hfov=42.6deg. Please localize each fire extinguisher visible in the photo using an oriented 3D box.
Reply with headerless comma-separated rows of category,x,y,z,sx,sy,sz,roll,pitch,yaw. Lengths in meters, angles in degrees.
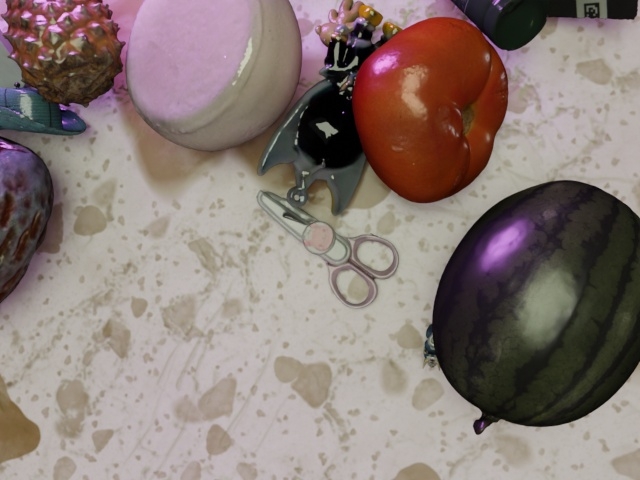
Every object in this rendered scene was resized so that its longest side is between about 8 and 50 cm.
fire extinguisher,0.207,-0.410,1.195,0.095,0.114,0.311,-8,48,-32

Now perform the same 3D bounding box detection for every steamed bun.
steamed bun,-0.143,-0.264,1.208,0.283,0.177,0.283,-6,79,34

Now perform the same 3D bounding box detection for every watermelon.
watermelon,0.293,0.094,1.097,0.279,0.279,0.359,27,91,8

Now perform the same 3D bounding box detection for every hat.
hat,-0.459,-0.206,1.272,0.191,0.138,0.078,4,103,11

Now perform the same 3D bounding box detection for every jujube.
jujube,-0.536,-0.022,1.233,0.308,0.215,0.246,-48,53,2

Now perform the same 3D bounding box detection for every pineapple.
pineapple,-0.415,-0.375,1.246,0.175,0.175,0.361,-25,71,5

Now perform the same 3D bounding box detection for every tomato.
tomato,0.151,-0.185,1.157,0.180,0.260,0.260,23,89,36

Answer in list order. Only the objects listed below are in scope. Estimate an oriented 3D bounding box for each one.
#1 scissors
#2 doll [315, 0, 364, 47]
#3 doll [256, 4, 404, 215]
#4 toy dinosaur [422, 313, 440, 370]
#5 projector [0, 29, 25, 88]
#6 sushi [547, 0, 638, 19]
scissors,0.000,0.000,1.259,0.242,0.030,0.118,35,91,4
doll,0.034,-0.337,1.266,0.061,0.051,0.093,27,89,14
doll,0.023,-0.195,1.224,0.103,0.145,0.316,28,91,39
toy dinosaur,0.170,0.151,1.221,0.030,0.047,0.083,8,89,9
projector,-0.637,-0.298,1.285,0.257,0.079,0.259,-29,116,3
sushi,0.335,-0.401,1.155,0.215,0.050,0.192,9,122,27
